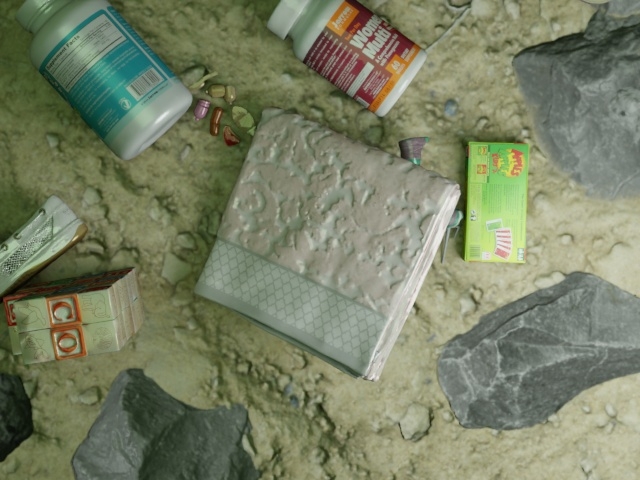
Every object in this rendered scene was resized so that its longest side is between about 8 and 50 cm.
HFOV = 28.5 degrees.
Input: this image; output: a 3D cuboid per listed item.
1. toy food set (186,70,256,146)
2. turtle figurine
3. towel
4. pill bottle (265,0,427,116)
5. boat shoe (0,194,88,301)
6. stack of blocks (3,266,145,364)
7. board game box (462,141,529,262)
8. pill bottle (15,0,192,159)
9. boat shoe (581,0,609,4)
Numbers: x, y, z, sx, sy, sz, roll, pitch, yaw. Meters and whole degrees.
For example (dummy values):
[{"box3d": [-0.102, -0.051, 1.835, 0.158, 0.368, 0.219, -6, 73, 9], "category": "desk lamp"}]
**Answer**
[{"box3d": [-0.151, -0.193, 1.919, 0.078, 0.019, 0.122, -31, 101, 2], "category": "toy food set"}, {"box3d": [0.128, -0.030, 1.888, 0.175, 0.118, 0.234, -12, 88, 0], "category": "turtle figurine"}, {"box3d": [0.000, 0.000, 1.848, 0.332, 0.053, 0.316, 25, 96, 23], "category": "towel"}, {"box3d": [0.037, -0.291, 1.862, 0.221, 0.121, 0.121, 36, 93, -3], "category": "pill bottle"}, {"box3d": [-0.484, 0.035, 1.895, 0.277, 0.098, 0.096, -38, 93, -7], "category": "boat shoe"}, {"box3d": [-0.356, 0.106, 1.796, 0.171, 0.297, 0.087, -9, 94, -1], "category": "stack of blocks"}, {"box3d": [0.265, -0.058, 1.917, 0.092, 0.043, 0.181, 1, 94, -1], "category": "board game box"}, {"box3d": [-0.323, -0.257, 1.849, 0.146, 0.146, 0.264, -42, 92, 2], "category": "pill bottle"}, {"box3d": [0.457, -0.522, 1.846, 0.132, 0.130, 0.355, 14, 93, -1], "category": "boat shoe"}]
